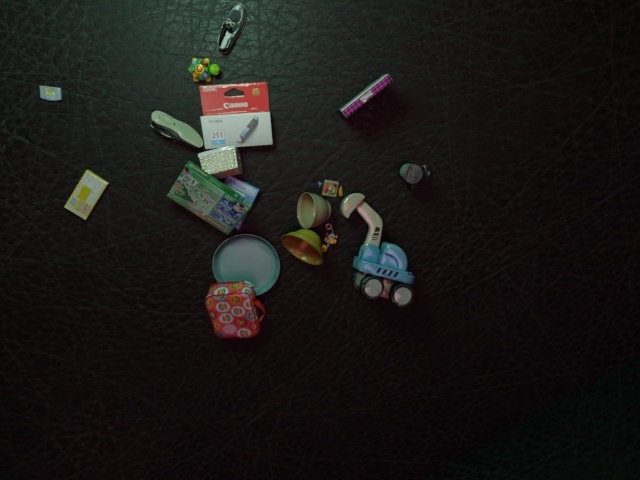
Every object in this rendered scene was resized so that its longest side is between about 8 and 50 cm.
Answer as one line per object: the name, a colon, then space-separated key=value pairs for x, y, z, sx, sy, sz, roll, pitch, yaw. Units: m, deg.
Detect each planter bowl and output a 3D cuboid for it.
planter bowl: x=-0.062 y=0.011 z=1.949 sx=0.217 sy=0.217 sz=0.090 roll=38 pitch=64 yaw=-14
planter bowl: x=-0.021 y=-0.135 z=1.949 sx=0.109 sy=0.162 sz=0.162 roll=-1 pitch=109 yaw=-32

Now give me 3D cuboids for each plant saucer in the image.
plant saucer: x=-0.352 y=0.117 z=2.047 sx=0.317 sy=0.044 sz=0.318 roll=-1 pitch=107 yaw=-4

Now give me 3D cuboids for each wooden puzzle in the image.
wooden puzzle: x=0.047 y=-0.241 z=1.985 sx=0.116 sy=0.014 sz=0.079 roll=2 pitch=106 yaw=-5

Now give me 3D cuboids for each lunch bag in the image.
lunch bag: x=-0.393 y=0.332 z=2.037 sx=0.258 sy=0.120 sz=0.293 roll=-4 pitch=123 yaw=1

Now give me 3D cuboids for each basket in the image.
basket: x=-0.428 y=-0.332 z=1.854 sx=0.167 sy=0.113 sz=0.103 roll=-13 pitch=84 yaw=1

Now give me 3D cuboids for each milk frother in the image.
milk frother: x=0.434 y=-0.306 z=1.932 sx=0.143 sy=0.135 sz=0.129 roll=-31 pitch=107 yaw=5

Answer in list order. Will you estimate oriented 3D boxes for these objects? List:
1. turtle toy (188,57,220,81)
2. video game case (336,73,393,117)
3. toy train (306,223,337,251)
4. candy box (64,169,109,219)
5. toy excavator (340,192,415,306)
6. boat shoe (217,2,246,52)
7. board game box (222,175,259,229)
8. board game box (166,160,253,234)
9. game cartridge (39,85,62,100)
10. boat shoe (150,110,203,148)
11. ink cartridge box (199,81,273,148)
turtle toy: x=-0.481 y=-0.708 z=1.775 sx=0.130 sy=0.066 sz=0.095 roll=-2 pitch=107 yaw=-4
video game case: x=0.176 y=-0.598 z=1.785 sx=0.232 sy=0.210 sz=0.042 roll=-37 pitch=106 yaw=6
toy train: x=0.000 y=0.000 z=2.037 sx=0.166 sy=0.046 sz=0.125 roll=-32 pitch=107 yaw=6
candy box: x=-1.038 y=-0.202 z=1.905 sx=0.105 sy=0.027 sz=0.206 roll=35 pitch=102 yaw=-16
toy excavator: x=0.260 y=0.039 z=2.010 sx=0.432 sy=0.222 sz=0.445 roll=16 pitch=91 yaw=-9
boat shoe: x=-0.361 y=-0.861 z=1.739 sx=0.075 sy=0.065 sz=0.206 roll=26 pitch=103 yaw=-11
board game box: x=-0.396 y=-0.177 z=1.956 sx=0.160 sy=0.039 sz=0.211 roll=27 pitch=102 yaw=-11
board game box: x=-0.480 y=-0.176 z=1.857 sx=0.317 sy=0.046 sz=0.213 roll=35 pitch=131 yaw=-18
game cartridge: x=-1.122 y=-0.611 z=1.782 sx=0.083 sy=0.017 sz=0.056 roll=5 pitch=110 yaw=-6
boat shoe: x=-0.618 y=-0.465 z=1.845 sx=0.233 sy=0.084 sz=0.079 roll=29 pitch=141 yaw=-19
ink cartridge box: x=-0.362 y=-0.535 z=1.838 sx=0.296 sy=0.066 sz=0.261 roll=-5 pitch=108 yaw=-3
